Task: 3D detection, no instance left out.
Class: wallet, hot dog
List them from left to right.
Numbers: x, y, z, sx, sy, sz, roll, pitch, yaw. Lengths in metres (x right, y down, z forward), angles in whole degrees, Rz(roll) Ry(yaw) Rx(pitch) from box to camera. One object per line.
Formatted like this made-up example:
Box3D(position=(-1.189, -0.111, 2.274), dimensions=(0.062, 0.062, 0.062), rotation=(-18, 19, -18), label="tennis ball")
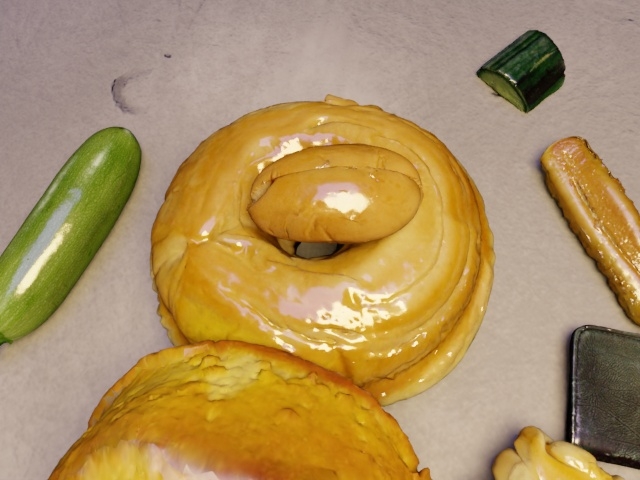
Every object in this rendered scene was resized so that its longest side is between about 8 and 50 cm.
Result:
Box3D(position=(0.399, -0.016, 0.693), dimensions=(0.083, 0.068, 0.289), rotation=(-27, 69, 17), label="hot dog")
Box3D(position=(0.457, 0.206, 0.596), dimensions=(0.318, 0.045, 0.172), rotation=(11, 66, 6), label="wallet")

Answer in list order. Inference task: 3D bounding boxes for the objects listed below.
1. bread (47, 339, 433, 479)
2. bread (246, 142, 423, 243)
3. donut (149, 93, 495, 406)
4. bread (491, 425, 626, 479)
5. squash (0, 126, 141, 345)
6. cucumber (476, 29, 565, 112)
Box3D(position=(-0.083, 0.268, 0.430), dimensions=(0.358, 0.204, 0.337), rotation=(14, 89, 9), label="bread")
Box3D(position=(0.014, -0.052, 0.519), dimensions=(0.189, 0.077, 0.114), rotation=(-3, 68, 0), label="bread")
Box3D(position=(0.000, 0.000, 0.644), dimensions=(0.449, 0.198, 0.449), rotation=(-1, 63, 3), label="donut")
Box3D(position=(0.201, 0.354, 0.507), dimensions=(0.173, 0.121, 0.311), rotation=(37, 73, 22), label="bread")
Box3D(position=(-0.372, -0.012, 0.726), dimensions=(0.107, 0.107, 0.395), rotation=(19, 67, 12), label="squash")
Box3D(position=(0.337, -0.285, 0.823), dimensions=(0.115, 0.062, 0.116), rotation=(-38, 67, -9), label="cucumber")
